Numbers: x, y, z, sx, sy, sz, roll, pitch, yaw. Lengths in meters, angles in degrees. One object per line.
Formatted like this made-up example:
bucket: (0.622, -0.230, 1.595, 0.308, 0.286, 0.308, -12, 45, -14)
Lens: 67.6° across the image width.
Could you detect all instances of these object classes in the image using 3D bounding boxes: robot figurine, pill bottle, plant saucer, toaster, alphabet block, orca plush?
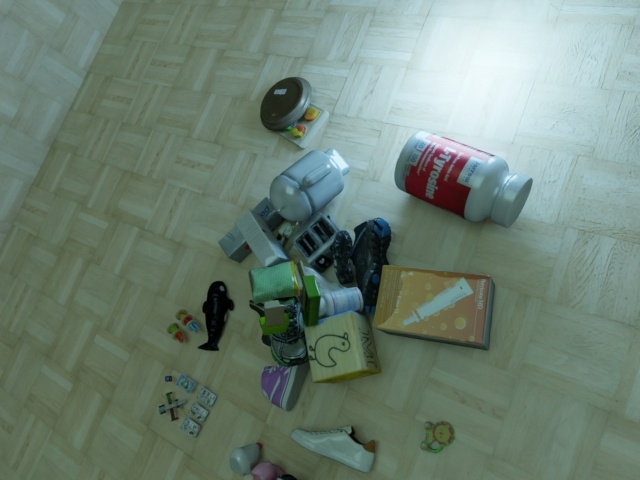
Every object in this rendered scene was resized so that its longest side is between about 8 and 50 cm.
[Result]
robot figurine: (-0.051, -0.207, 1.828, 0.353, 0.300, 0.200, -41, 88, -21)
pill bottle: (0.473, -0.202, 1.604, 0.408, 0.229, 0.229, 29, 87, 30)
plant saucer: (-0.164, -0.616, 2.124, 0.278, 0.041, 0.278, -15, 60, 29)
toaster: (0.000, 0.000, 1.829, 0.168, 0.110, 0.185, -42, 61, 7)
alphabet block: (0.074, 0.368, 1.627, 0.192, 0.193, 0.197, -20, 66, 20)
pill bottle: (0.059, 0.215, 1.634, 0.160, 0.087, 0.087, -10, 65, -15)
orca plush: (-0.454, 0.300, 1.949, 0.151, 0.102, 0.287, 12, 79, 28)

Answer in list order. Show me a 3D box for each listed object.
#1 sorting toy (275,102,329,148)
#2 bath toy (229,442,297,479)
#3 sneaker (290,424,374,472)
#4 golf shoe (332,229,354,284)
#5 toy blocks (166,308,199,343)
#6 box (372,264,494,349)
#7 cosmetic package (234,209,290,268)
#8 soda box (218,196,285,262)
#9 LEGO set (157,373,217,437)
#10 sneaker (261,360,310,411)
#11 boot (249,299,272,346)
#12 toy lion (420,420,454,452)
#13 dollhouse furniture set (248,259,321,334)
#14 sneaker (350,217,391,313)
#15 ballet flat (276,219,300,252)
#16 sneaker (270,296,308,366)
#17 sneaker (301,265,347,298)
sorting toy: (-0.092, -0.522, 2.084, 0.208, 0.038, 0.193, 37, 91, 30)
bath toy: (-0.158, 0.811, 1.634, 0.348, 0.129, 0.151, 21, 120, 34)
sneaker: (0.046, 0.664, 1.603, 0.290, 0.106, 0.123, 14, 76, 17)
golf shoe: (0.074, 0.060, 1.738, 0.077, 0.094, 0.198, -1, 91, -11)
toy blocks: (-0.566, 0.371, 1.989, 0.148, 0.054, 0.123, 29, 87, 43)
box: (0.370, 0.215, 1.551, 0.345, 0.168, 0.215, 4, 75, 26)
cosmetic package: (-0.223, 0.003, 1.842, 0.085, 0.117, 0.231, -40, 72, 9)
soda box: (-0.283, -0.043, 1.987, 0.286, 0.091, 0.098, -42, 61, 7)
LEGO set: (-0.546, 0.648, 1.923, 0.244, 0.060, 0.182, 24, 81, 20)
sneaker: (-0.131, 0.458, 1.750, 0.161, 0.102, 0.282, 19, 82, 33)
boot: (-0.220, 0.325, 1.852, 0.198, 0.077, 0.137, 25, 90, 31)
toy lion: (0.369, 0.617, 1.502, 0.096, 0.034, 0.100, 10, 78, 20)
dollhouse furniture set: (-0.132, 0.144, 1.613, 0.197, 0.151, 0.301, -8, 42, -12)
sneaker: (0.178, 0.092, 1.732, 0.139, 0.125, 0.341, -8, 72, 54)
ballet flat: (-0.150, -0.002, 1.921, 0.080, 0.073, 0.232, 17, 81, 31)
sneaker: (-0.120, 0.291, 1.672, 0.134, 0.146, 0.343, -8, 40, -11)
sneaker: (-0.030, 0.193, 1.757, 0.305, 0.114, 0.152, 23, 60, 30)
